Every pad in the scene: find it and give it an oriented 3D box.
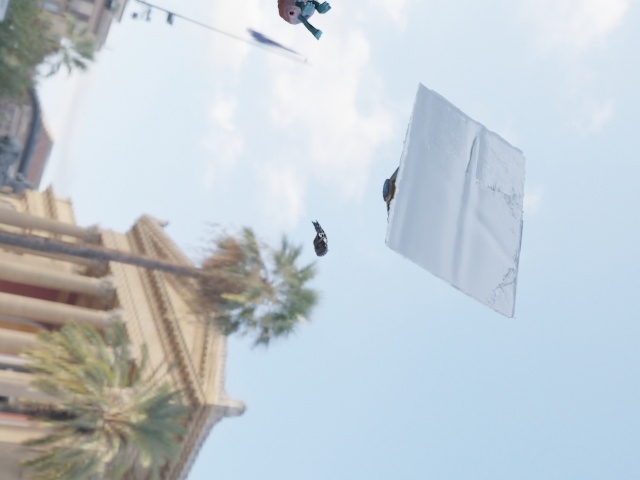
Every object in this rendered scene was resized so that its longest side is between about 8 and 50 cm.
[{"bbox_3d":[0.140,-0.046,0.816,0.004,0.156,0.232,-42,-155,46],"label":"pad"}]

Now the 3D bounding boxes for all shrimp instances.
[{"bbox_3d":[0.001,0.000,1.588,0.029,0.038,0.092,-21,-130,17],"label":"shrimp"}]

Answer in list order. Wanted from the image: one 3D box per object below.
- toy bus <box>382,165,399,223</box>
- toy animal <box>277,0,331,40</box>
[{"bbox_3d":[0.214,-0.089,1.716,0.209,0.126,0.136,126,-35,-59],"label":"toy bus"},{"bbox_3d":[-0.032,-0.448,1.496,0.100,0.103,0.208,-46,-135,27],"label":"toy animal"}]
